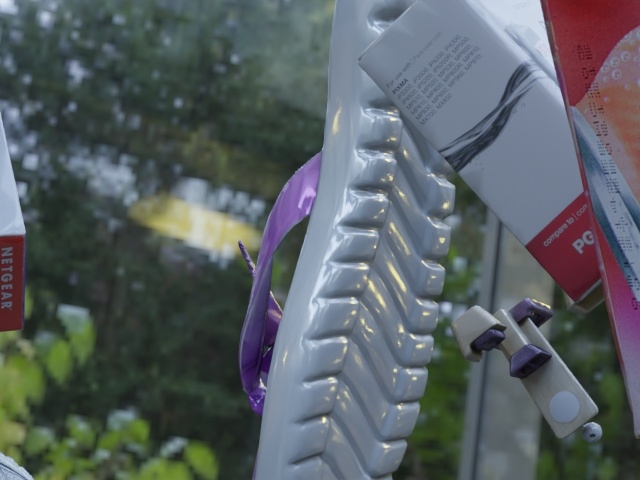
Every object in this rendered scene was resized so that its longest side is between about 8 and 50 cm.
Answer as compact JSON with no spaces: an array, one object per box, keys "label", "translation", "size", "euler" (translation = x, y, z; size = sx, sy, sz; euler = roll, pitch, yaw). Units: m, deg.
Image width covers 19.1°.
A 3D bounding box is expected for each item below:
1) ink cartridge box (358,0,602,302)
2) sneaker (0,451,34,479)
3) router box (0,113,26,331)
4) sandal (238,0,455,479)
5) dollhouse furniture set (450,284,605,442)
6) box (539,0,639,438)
[{"label":"ink cartridge box","translation":[0.093,-0.051,0.797],"size":[0.056,0.135,0.099],"euler":[-45,-7,26]},{"label":"sneaker","translation":[-0.157,0.151,1.002],"size":[0.135,0.052,0.058],"euler":[24,6,-20]},{"label":"router box","translation":[-0.358,-0.071,1.203],"size":[0.301,0.335,0.082],"euler":[-5,-47,-16]},{"label":"sandal","translation":[0.007,0.006,1.170],"size":[0.102,0.416,0.169],"euler":[3,-19,28]},{"label":"dollhouse furniture set","translation":[0.144,0.047,0.987],"size":[0.114,0.081,0.091],"euler":[-40,-23,14]},{"label":"box","translation":[0.180,-0.034,0.613],"size":[0.142,0.154,0.300],"euler":[-13,-4,20]}]
